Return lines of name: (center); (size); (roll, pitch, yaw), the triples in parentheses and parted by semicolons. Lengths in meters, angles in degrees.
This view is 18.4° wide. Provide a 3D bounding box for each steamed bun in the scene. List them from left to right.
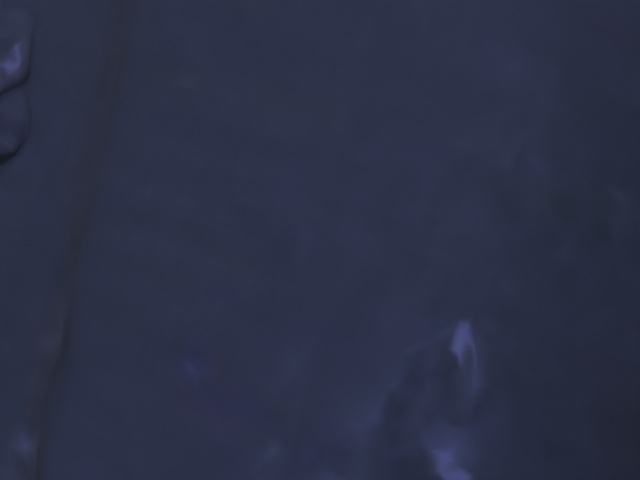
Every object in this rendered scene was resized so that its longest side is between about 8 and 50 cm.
steamed bun: (0.005, -0.081, 0.636); (0.456, 0.290, 0.371); (20, 94, 31)
